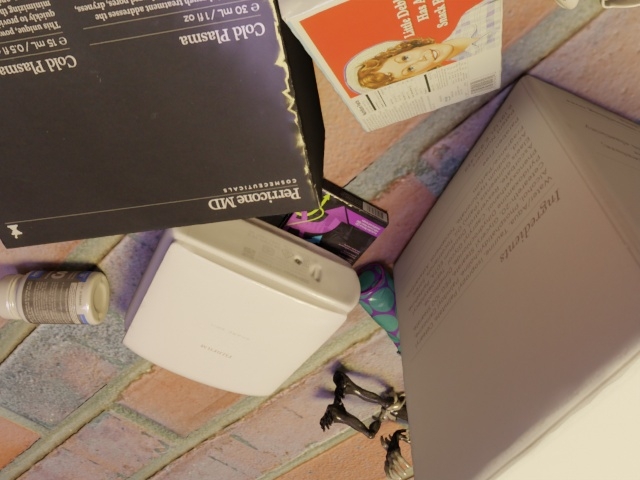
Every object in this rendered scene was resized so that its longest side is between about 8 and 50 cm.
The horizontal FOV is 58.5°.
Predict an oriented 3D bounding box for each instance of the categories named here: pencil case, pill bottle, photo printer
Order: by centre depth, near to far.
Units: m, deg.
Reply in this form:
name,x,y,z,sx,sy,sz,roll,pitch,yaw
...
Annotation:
name,x,y,z,sx,sy,sz,roll,pitch,yaw
photo printer,-0.128,0.102,0.792,0.256,0.107,0.307,25,134,-15
pill bottle,-0.385,0.082,0.825,0.137,0.078,0.078,1,128,1
pencil case,0.102,0.102,0.832,0.070,0.064,0.152,10,146,54

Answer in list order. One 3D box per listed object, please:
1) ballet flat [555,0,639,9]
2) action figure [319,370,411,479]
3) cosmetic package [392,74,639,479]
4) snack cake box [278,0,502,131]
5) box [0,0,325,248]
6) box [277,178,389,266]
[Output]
name,x,y,z,sx,sy,sz,roll,pitch,yaw
ballet flat,0.268,-0.255,0.550,0.206,0.073,0.067,3,142,4
action figure,0.142,0.313,0.950,0.275,0.141,0.164,18,115,-10
cosmetic package,0.302,0.094,0.611,0.329,0.394,0.327,21,126,-13
snack cake box,0.071,-0.192,0.493,0.152,0.089,0.264,-15,169,14
box,-0.187,-0.182,0.549,0.343,0.179,0.313,-6,126,7
box,0.000,0.000,0.779,0.116,0.029,0.162,26,126,-17
